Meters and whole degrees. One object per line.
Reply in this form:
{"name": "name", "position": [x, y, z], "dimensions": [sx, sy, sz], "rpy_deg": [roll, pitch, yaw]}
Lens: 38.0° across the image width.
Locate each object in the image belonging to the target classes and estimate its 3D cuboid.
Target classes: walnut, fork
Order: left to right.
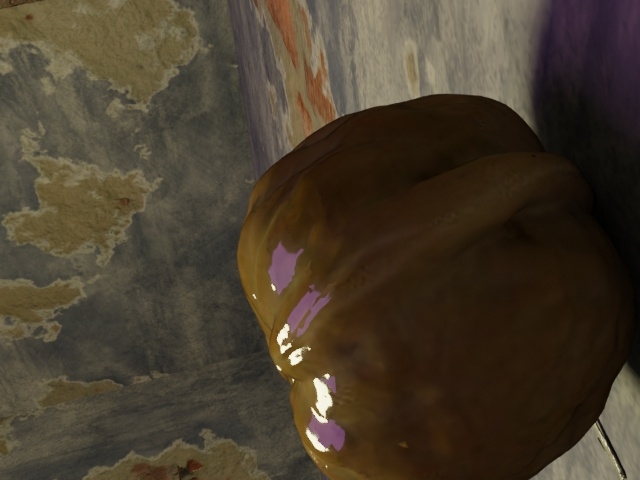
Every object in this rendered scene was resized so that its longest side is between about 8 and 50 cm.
{"name": "walnut", "position": [0.081, 0.035, 0.676], "dimensions": [0.296, 0.285, 0.285], "rpy_deg": [60, 164, 28]}
{"name": "fork", "position": [0.226, 0.148, 0.779], "dimensions": [0.016, 0.012, 0.115], "rpy_deg": [82, 166, -56]}
